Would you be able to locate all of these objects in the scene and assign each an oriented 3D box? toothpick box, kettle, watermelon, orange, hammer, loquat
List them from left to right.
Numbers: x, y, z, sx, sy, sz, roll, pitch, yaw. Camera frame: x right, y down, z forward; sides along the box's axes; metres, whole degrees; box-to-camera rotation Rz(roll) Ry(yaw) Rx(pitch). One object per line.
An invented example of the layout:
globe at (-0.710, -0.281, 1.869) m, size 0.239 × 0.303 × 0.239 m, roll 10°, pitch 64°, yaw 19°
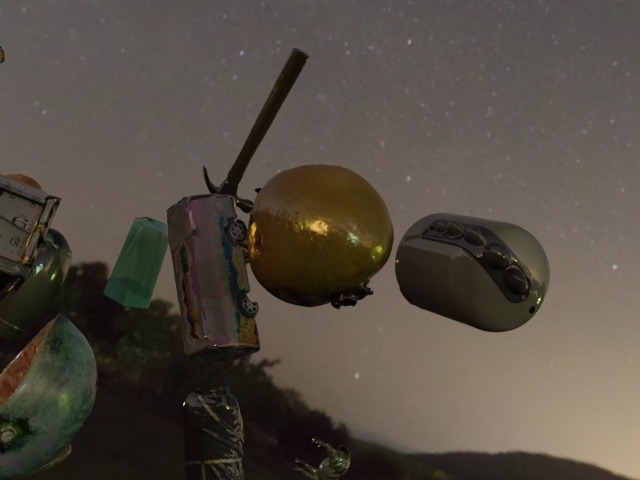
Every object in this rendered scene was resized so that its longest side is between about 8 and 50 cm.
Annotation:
orange at (-0.891, -0.121, 2.201) m, size 0.155 × 0.154 × 0.134 m, roll 17°, pitch -56°, yaw 7°
kettle at (-0.870, 0.093, 2.158) m, size 0.228 × 0.324 × 0.321 m, roll 36°, pitch -9°, yaw 12°
watermelon at (-0.496, 0.310, 1.288) m, size 0.188 × 0.321 × 0.175 m, roll 39°, pitch -2°, yaw -18°
hammer at (-0.152, -0.289, 1.935) m, size 0.168 × 0.439 × 0.044 m, roll 27°, pitch 7°, yaw -25°
loquat at (0.000, 0.000, 1.155) m, size 0.244 × 0.243 × 0.244 m, roll 17°, pitch -13°, yaw 4°
toothpick box at (0.286, 0.050, 1.412) m, size 0.229 × 0.228 × 0.316 m, roll 23°, pitch -3°, yaw -19°

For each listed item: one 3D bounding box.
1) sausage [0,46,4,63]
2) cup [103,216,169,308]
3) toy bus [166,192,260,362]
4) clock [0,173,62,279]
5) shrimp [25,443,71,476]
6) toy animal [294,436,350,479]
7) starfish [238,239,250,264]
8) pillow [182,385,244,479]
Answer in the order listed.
sausage at (-1.010, -0.495, 2.113) m, size 0.264 × 0.083 × 0.083 m, roll -13°, pitch -26°, yaw 24°
cup at (-0.507, 0.058, 2.133) m, size 0.134 × 0.235 × 0.148 m, roll 21°, pitch 10°, yaw -14°
toy bus at (-0.204, 0.064, 1.395) m, size 0.112 × 0.316 × 0.138 m, roll -28°, pitch -24°, yaw 35°
clock at (-0.668, -0.045, 1.509) m, size 0.253 × 0.186 × 0.083 m, roll 23°, pitch -11°, yaw -16°
shrimp at (-0.708, 0.507, 1.687) m, size 0.290 × 0.075 × 0.178 m, roll -2°, pitch 8°, yaw 7°
toy animal at (0.026, 0.612, 1.985) m, size 0.176 × 0.073 × 0.217 m, roll 29°, pitch -56°, yaw -7°
starfish at (-0.209, 0.042, 2.113) m, size 0.295 × 0.048 × 0.231 m, roll 12°, pitch -43°, yaw -30°
pillow at (-0.212, 0.465, 1.520) m, size 0.162 × 0.334 × 0.093 m, roll -13°, pitch -13°, yaw 43°
